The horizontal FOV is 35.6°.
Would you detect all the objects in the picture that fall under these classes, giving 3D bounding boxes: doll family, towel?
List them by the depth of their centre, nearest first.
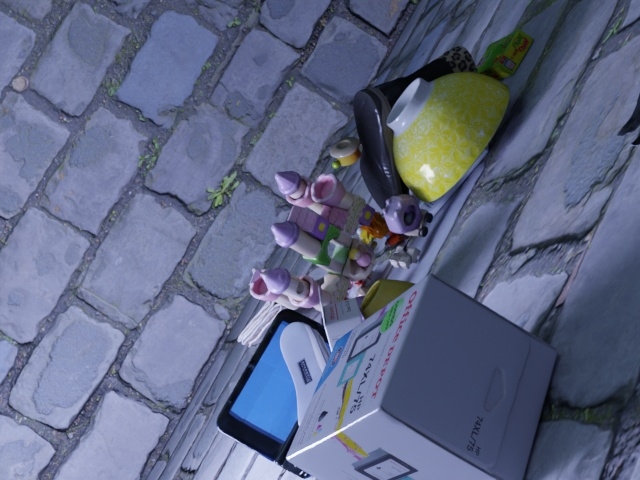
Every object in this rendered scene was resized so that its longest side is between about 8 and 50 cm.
[{"bbox_3d":[0.100,0.025,2.187,0.262,0.118,0.163,-58,10,-3],"label":"doll family"},{"bbox_3d":[-0.065,0.170,2.435,0.282,0.049,0.187,-19,-24,-49],"label":"towel"}]

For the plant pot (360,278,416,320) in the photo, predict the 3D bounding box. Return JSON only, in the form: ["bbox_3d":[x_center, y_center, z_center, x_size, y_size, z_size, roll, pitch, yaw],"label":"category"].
[{"bbox_3d":[0.129,0.124,1.804,0.134,0.095,0.134,-56,10,15],"label":"plant pot"}]

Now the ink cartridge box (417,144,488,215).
[{"bbox_3d":[0.282,-0.171,2.117,0.206,0.045,0.208,-52,10,31],"label":"ink cartridge box"}]

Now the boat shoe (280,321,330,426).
[{"bbox_3d":[0.004,0.271,1.830,0.095,0.084,0.258,-26,65,27],"label":"boat shoe"}]

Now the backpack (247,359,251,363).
[{"bbox_3d":[-0.077,0.263,2.339,0.158,0.117,0.173,-57,-7,1],"label":"backpack"}]

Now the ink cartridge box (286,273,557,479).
[{"bbox_3d":[0.123,0.209,1.255,0.270,0.197,0.198,-43,18,55],"label":"ink cartridge box"}]

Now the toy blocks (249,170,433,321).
[{"bbox_3d":[0.000,0.000,2.004,0.309,0.260,0.288,11,76,40],"label":"toy blocks"}]

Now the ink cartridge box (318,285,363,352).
[{"bbox_3d":[0.049,0.178,1.762,0.067,0.198,0.115,-15,14,0],"label":"ink cartridge box"}]

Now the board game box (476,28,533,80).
[{"bbox_3d":[0.405,-0.408,2.240,0.092,0.043,0.181,-59,9,-5],"label":"board game box"}]

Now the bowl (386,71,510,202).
[{"bbox_3d":[0.227,-0.236,2.002,0.289,0.156,0.289,-54,12,17],"label":"bowl"}]

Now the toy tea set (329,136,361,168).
[{"bbox_3d":[0.193,-0.268,2.689,0.336,0.124,0.200,-43,38,-23],"label":"toy tea set"}]

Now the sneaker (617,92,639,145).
[{"bbox_3d":[0.459,-0.207,1.315,0.170,0.051,0.089,-64,15,-12],"label":"sneaker"}]

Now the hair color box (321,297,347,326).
[{"bbox_3d":[0.033,0.171,2.245,0.141,0.043,0.071,-103,29,-76],"label":"hair color box"}]

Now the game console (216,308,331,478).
[{"bbox_3d":[-0.049,0.288,1.953,0.293,0.173,0.250,-61,10,-13],"label":"game console"}]

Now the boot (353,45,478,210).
[{"bbox_3d":[0.226,-0.240,2.245,0.284,0.377,0.138,-33,47,-18],"label":"boot"}]
